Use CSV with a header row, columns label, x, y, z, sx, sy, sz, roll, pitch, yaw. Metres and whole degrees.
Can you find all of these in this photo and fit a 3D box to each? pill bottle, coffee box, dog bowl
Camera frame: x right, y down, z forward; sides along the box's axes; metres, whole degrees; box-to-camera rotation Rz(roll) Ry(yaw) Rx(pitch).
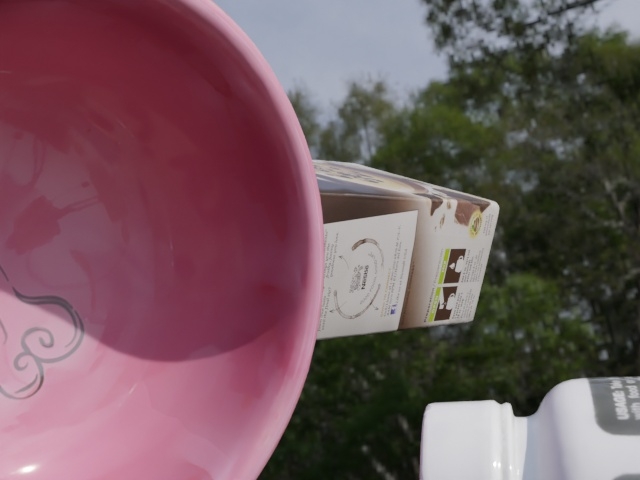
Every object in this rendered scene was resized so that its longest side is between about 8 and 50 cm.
label,x,y,z,sx,sy,sz,roll,pitch,yaw
pill bottle,0.198,0.151,0.629,0.283,0.161,0.161,-2,-21,9
coffee box,0.000,0.000,1.002,0.168,0.119,0.297,18,10,33
dog bowl,-0.164,0.017,0.641,0.150,0.408,0.408,9,-4,45
